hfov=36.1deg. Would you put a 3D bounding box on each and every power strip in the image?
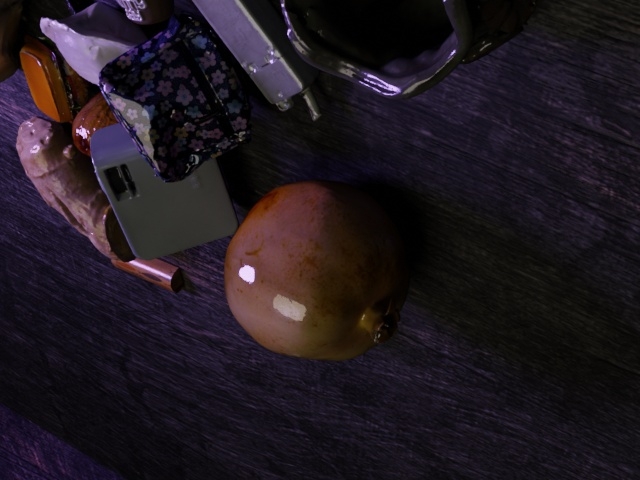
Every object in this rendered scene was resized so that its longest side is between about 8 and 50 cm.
[{"bbox_3d":[-0.089,-0.294,1.460,0.093,0.053,0.288,-15,120,49],"label":"power strip"}]

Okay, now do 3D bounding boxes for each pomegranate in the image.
[{"bbox_3d":[0.004,0.056,1.574,0.319,0.319,0.319,25,143,20],"label":"pomegranate"}]

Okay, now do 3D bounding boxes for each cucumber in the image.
[{"bbox_3d":[-0.389,-0.362,1.678,0.033,0.034,0.135,-8,125,41],"label":"cucumber"}]

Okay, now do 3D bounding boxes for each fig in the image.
[{"bbox_3d":[-0.364,-0.235,1.749,0.146,0.134,0.201,8,119,-6],"label":"fig"}]

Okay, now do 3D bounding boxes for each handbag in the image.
[{"bbox_3d":[-0.217,-0.224,1.535,0.229,0.208,0.127,60,177,-17],"label":"handbag"}]

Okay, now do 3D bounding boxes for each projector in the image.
[{"bbox_3d":[-0.269,-0.100,1.718,0.108,0.198,0.250,-111,3,-47],"label":"projector"}]

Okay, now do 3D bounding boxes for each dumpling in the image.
[{"bbox_3d":[-0.360,-0.323,1.590,0.216,0.126,0.166,39,-179,9],"label":"dumpling"}]

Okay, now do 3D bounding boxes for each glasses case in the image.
[{"bbox_3d":[-0.381,0.065,2.158,0.170,0.041,0.064,20,142,24],"label":"glasses case"}]

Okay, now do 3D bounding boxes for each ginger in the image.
[{"bbox_3d":[-0.486,-0.097,1.993,0.190,0.126,0.354,-24,111,47],"label":"ginger"}]

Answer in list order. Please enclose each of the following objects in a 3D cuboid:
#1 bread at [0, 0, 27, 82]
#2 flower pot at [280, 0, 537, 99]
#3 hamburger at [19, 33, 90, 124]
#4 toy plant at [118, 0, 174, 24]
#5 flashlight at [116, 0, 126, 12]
[{"bbox_3d":[-0.641,-0.362,1.765,0.162,0.204,0.262,36,143,-2],"label":"bread"},{"bbox_3d":[0.107,-0.309,1.119,0.302,0.213,0.302,25,143,21],"label":"flower pot"},{"bbox_3d":[-0.477,-0.300,1.779,0.137,0.087,0.166,34,145,34],"label":"hamburger"},{"bbox_3d":[-0.271,-0.419,1.440,0.143,0.105,0.200,20,137,40],"label":"toy plant"},{"bbox_3d":[-0.327,-0.408,1.564,0.057,0.035,0.121,0,130,42],"label":"flashlight"}]
